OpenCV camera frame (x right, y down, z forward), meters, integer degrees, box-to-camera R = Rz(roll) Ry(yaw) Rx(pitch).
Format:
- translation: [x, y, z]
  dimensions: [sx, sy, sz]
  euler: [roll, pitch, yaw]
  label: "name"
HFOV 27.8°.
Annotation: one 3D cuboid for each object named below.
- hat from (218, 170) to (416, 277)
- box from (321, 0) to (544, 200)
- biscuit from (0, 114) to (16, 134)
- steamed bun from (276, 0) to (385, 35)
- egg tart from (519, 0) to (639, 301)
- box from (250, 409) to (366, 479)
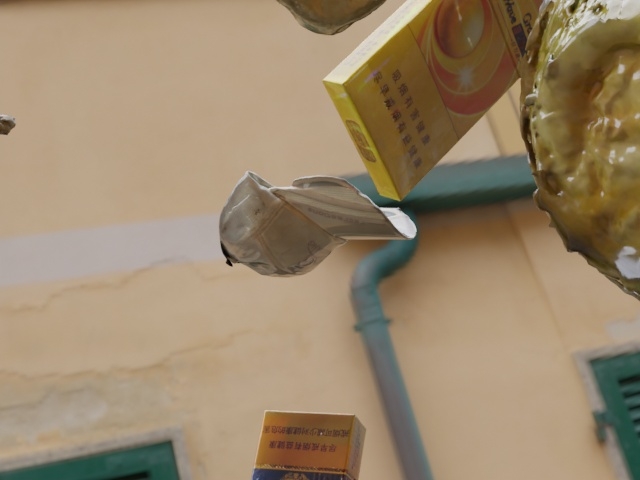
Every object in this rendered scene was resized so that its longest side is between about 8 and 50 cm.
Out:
- translation: [0.000, 0.000, 1.661]
  dimensions: [0.219, 0.226, 0.164]
  euler: [23, -88, -61]
  label: "hat"
- translation: [0.127, -0.183, 1.297]
  dimensions: [0.269, 0.043, 0.152]
  euler: [-45, -51, -23]
  label: "box"
- translation: [-0.400, -0.123, 1.206]
  dimensions: [0.230, 0.025, 0.131]
  euler: [11, 2, 42]
  label: "biscuit"
- translation: [0.000, -0.261, 1.098]
  dimensions: [0.172, 0.141, 0.155]
  euler: [-47, 17, -9]
  label: "steamed bun"
- translation: [0.266, -0.077, 0.923]
  dimensions: [0.132, 0.345, 0.345]
  euler: [-22, -16, -43]
  label: "egg tart"
- translation: [-0.028, 0.374, 1.911]
  dimensions: [0.152, 0.237, 0.070]
  euler: [-1, -26, 21]
  label: "box"
